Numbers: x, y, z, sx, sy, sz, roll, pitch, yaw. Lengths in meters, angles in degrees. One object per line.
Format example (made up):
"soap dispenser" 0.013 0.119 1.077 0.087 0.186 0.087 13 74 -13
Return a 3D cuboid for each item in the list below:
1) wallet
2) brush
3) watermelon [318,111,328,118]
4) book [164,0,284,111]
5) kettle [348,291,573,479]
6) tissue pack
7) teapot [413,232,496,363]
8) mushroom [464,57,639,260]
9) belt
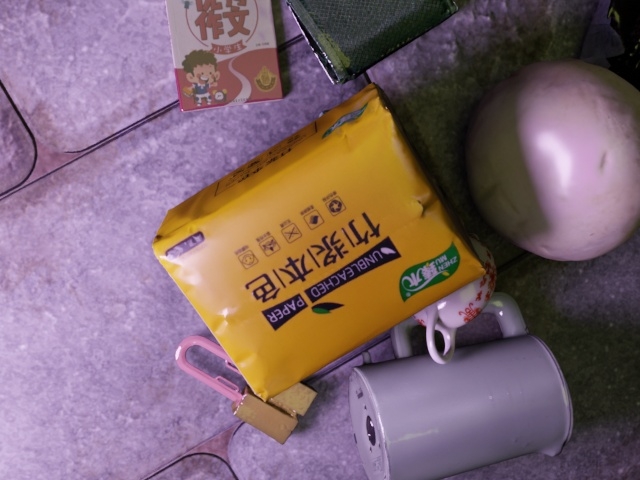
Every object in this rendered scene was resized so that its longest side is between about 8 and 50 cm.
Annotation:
"wallet" 0.081 -0.365 1.373 0.236 0.055 0.160 -34 101 -12
"brush" -0.129 0.225 1.415 0.233 0.047 0.103 33 90 -14
"watermelon" 0.070 -0.126 1.400 0.139 0.071 0.187 -20 101 -14
"book" -0.149 -0.320 1.343 0.162 0.022 0.232 -9 101 -12
"kettle" 0.213 0.253 1.439 0.318 0.265 0.205 -11 132 -11
"tissue pack" 0.000 0.000 1.274 0.382 0.228 0.293 -31 107 8
"teapot" 0.199 0.075 1.393 0.116 0.159 0.245 44 56 -49
"mushroom" 0.391 -0.100 1.363 0.356 0.315 0.315 38 89 -21
"belt" 0.521 -0.357 1.402 0.164 0.184 0.289 19 92 -23
